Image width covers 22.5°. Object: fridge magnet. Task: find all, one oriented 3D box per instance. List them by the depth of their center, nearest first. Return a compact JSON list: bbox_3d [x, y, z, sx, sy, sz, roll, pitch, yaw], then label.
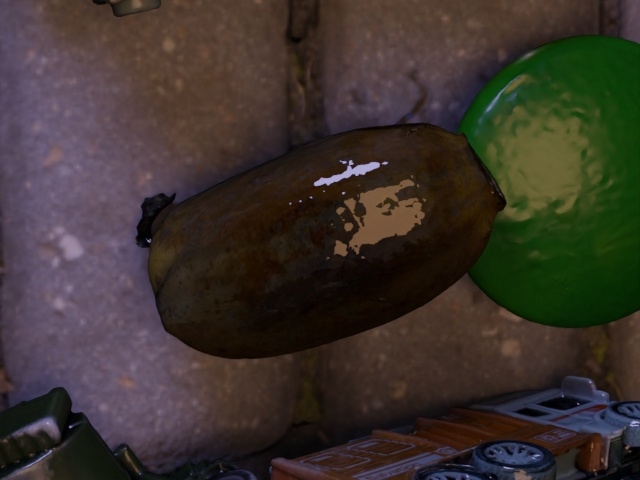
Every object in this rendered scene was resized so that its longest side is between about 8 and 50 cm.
[{"bbox_3d":[0.183,-0.041,1.128,0.208,0.088,0.208,-3,103,-14],"label":"fridge magnet"}]

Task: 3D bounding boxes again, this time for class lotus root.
[{"bbox_3d":[0.000,0.000,1.048,0.241,0.123,0.124,-20,122,11],"label":"lotus root"}]

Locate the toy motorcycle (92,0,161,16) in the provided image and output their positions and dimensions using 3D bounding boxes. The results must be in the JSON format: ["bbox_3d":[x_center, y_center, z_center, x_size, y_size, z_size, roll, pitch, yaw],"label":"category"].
[{"bbox_3d":[-0.022,-0.274,0.981,0.410,0.169,0.237,-15,100,-7],"label":"toy motorcycle"}]

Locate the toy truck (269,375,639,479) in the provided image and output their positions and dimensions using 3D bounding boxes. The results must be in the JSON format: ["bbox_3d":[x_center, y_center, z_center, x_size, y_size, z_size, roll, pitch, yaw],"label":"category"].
[{"bbox_3d":[0.109,0.183,1.085,0.305,0.162,0.136,-9,107,-45],"label":"toy truck"}]

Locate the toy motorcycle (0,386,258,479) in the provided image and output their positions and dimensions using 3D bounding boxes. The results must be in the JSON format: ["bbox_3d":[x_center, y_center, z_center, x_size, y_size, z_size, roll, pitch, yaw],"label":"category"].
[{"bbox_3d":[-0.186,0.186,1.058,0.275,0.127,0.205,-33,108,0],"label":"toy motorcycle"}]
